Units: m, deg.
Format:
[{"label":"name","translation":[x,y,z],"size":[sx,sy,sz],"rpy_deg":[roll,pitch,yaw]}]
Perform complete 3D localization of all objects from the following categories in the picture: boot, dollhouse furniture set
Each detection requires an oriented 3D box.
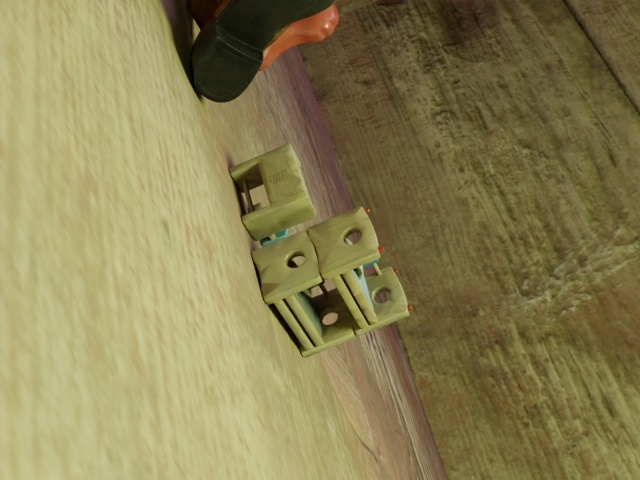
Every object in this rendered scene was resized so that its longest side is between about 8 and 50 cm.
[{"label":"boot","translation":[-0.059,-0.313,1.208],"size":[0.096,0.264,0.280],"rpy_deg":[25,27,-22]},{"label":"dollhouse furniture set","translation":[0.000,0.000,1.135],"size":[0.129,0.129,0.183],"rpy_deg":[61,9,-51]}]

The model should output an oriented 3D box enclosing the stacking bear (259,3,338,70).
[{"label":"stacking bear","translation":[-0.119,-0.407,1.513],"size":[0.289,0.175,0.164],"rpy_deg":[48,21,-52]}]
